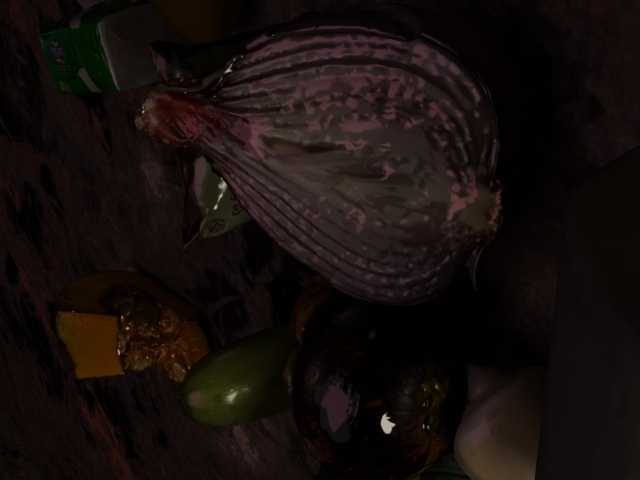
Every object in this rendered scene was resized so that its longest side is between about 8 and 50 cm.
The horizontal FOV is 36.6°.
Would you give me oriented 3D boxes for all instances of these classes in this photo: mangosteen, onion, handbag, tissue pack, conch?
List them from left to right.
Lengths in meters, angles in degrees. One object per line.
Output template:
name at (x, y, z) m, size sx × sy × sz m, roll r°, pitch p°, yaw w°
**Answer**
tissue pack at (-0.275, -0.289, 1.309) m, size 0.209 × 0.148 × 0.156 m, roll 10°, pitch 118°, yaw 54°
handbag at (-0.060, -0.121, 1.006) m, size 0.127 × 0.235 × 0.213 m, roll 11°, pitch 116°, yaw 54°
onion at (0.020, -0.105, 0.892) m, size 0.349 × 0.159 × 0.267 m, roll 22°, pitch 119°, yaw 11°
mangosteen at (0.039, 0.136, 0.963) m, size 0.217 × 0.192 × 0.192 m, roll 15°, pitch 121°, yaw 43°
conch at (0.229, 0.207, 0.903) m, size 0.158 × 0.127 × 0.255 m, roll -39°, pitch 94°, yaw 15°

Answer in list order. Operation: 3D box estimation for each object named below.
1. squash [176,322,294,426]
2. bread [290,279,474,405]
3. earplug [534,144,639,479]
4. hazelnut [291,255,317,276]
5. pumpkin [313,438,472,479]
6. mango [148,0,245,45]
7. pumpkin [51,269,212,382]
squash at (-0.106, 0.188, 1.316) m, size 0.123 × 0.187 × 0.123 m, roll 36°, pitch 134°, yaw 50°
bread at (0.062, 0.110, 1.098) m, size 0.269 × 0.095 × 0.139 m, roll 10°, pitch 124°, yaw 49°
earplug at (0.289, 0.167, 0.596) m, size 0.313 × 0.313 × 0.394 m, roll 34°, pitch 138°, yaw 42°
hazelnut at (0.000, 0.000, 1.144) m, size 0.086 × 0.086 × 0.086 m, roll 33°, pitch 134°, yaw 43°
pumpkin at (0.096, 0.316, 1.085) m, size 0.250 × 0.216 × 0.249 m, roll -20°, pitch 63°, yaw 43°
mango at (-0.189, -0.397, 1.138) m, size 0.331 × 0.142 × 0.195 m, roll 55°, pitch 148°, yaw 7°
pumpkin at (-0.327, 0.160, 1.619) m, size 0.280 × 0.190 × 0.139 m, roll 27°, pitch 129°, yaw 46°
